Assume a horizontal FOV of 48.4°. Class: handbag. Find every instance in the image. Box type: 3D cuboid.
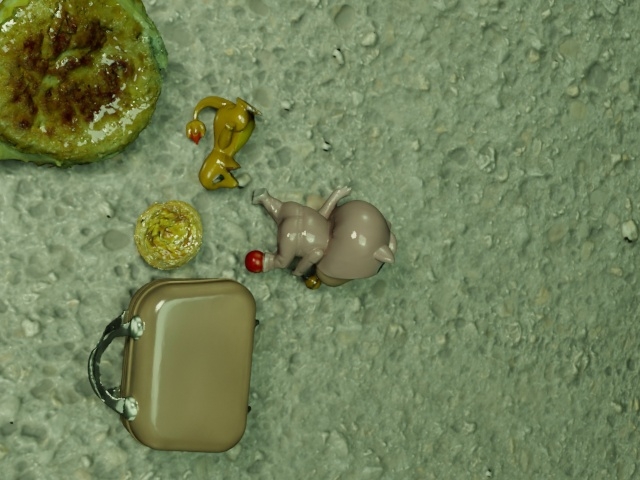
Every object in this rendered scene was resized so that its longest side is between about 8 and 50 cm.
[{"bbox_3d":[-0.259,0.210,1.233,0.283,0.149,0.302,4,92,-29],"label":"handbag"}]

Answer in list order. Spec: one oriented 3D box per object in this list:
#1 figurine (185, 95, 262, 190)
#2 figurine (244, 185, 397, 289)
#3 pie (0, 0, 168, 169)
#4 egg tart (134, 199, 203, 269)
[{"bbox_3d":[-0.188,-0.180,1.294,0.122,0.121,0.176,18,94,2],"label":"figurine"},{"bbox_3d":[0.000,0.000,1.373,0.287,0.176,0.186,5,132,-12],"label":"figurine"},{"bbox_3d":[-0.395,-0.254,1.105,0.288,0.103,0.355,20,105,-50],"label":"pie"},{"bbox_3d":[-0.273,-0.011,1.271,0.128,0.049,0.129,-4,99,-30],"label":"egg tart"}]
